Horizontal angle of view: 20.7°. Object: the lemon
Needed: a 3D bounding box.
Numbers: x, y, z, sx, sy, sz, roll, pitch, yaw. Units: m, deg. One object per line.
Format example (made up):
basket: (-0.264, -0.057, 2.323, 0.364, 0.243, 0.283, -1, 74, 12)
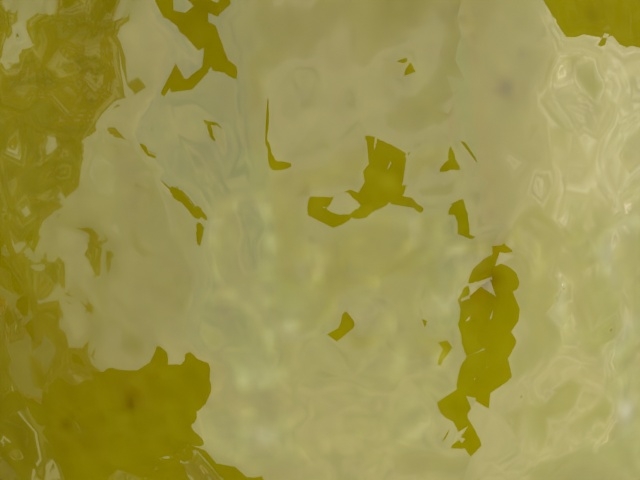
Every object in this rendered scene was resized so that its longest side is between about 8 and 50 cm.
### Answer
lemon: (0.000, 0.000, 0.598, 0.364, 0.364, 0.364, -2, 95, -21)
